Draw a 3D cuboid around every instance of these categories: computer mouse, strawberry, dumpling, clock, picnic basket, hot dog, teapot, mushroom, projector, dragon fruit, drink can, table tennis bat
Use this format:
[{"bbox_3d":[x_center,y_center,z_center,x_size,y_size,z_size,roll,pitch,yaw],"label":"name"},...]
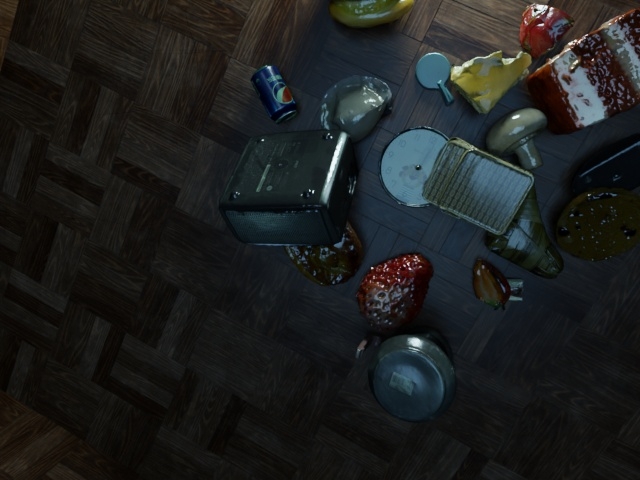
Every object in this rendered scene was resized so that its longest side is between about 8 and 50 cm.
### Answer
[{"bbox_3d":[0.990,-0.234,1.505,0.269,0.100,0.170,-33,113,24],"label":"computer mouse"},{"bbox_3d":[0.292,0.198,1.712,0.265,0.149,0.336,42,104,4],"label":"strawberry"},{"bbox_3d":[0.129,-0.479,1.647,0.293,0.163,0.204,-41,55,17],"label":"dumpling"},{"bbox_3d":[0.368,-0.272,1.661,0.313,0.061,0.312,2,100,12],"label":"clock"},{"bbox_3d":[0.519,-0.185,1.485,0.313,0.175,0.228,30,114,16],"label":"picnic basket"},{"bbox_3d":[0.000,0.000,1.726,0.267,0.174,0.387,-32,91,6],"label":"hot dog"},{"bbox_3d":[0.320,0.461,1.643,0.376,0.362,0.305,19,99,20],"label":"teapot"},{"bbox_3d":[0.647,0.169,1.660,0.192,0.085,0.140,53,139,34],"label":"strawberry"},{"bbox_3d":[0.668,-0.342,1.510,0.206,0.206,0.209,0,74,12],"label":"mushroom"},{"bbox_3d":[-0.106,-0.192,1.576,0.405,0.395,0.242,1,143,20],"label":"projector"},{"bbox_3d":[0.734,-0.712,1.480,0.161,0.127,0.120,41,97,2],"label":"dragon fruit"},{"bbox_3d":[-0.176,-0.560,1.701,0.118,0.118,0.205,-27,94,15],"label":"drink can"},{"bbox_3d":[0.427,-0.584,1.611,0.124,0.033,0.201,-30,90,17],"label":"table tennis bat"}]

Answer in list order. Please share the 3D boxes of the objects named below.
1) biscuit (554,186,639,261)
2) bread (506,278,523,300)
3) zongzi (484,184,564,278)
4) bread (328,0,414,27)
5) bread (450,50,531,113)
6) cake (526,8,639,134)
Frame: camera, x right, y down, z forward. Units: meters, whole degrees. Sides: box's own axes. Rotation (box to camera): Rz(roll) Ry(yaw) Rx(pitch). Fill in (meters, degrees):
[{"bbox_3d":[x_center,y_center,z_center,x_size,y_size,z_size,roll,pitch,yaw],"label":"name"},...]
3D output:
[{"bbox_3d":[0.964,-0.057,1.524,0.296,0.075,0.296,9,129,12],"label":"biscuit"},{"bbox_3d":[0.729,0.186,1.674,0.070,0.035,0.083,5,103,13],"label":"bread"},{"bbox_3d":[0.778,-0.035,1.579,0.286,0.134,0.288,28,102,1],"label":"zongzi"},{"bbox_3d":[0.161,-0.879,1.528,0.316,0.211,0.270,1,101,15],"label":"bread"},{"bbox_3d":[0.562,-0.570,1.512,0.211,0.183,0.224,45,103,8],"label":"bread"},{"bbox_3d":[0.867,-0.514,1.405,0.319,0.269,0.270,-31,92,14],"label":"cake"}]
